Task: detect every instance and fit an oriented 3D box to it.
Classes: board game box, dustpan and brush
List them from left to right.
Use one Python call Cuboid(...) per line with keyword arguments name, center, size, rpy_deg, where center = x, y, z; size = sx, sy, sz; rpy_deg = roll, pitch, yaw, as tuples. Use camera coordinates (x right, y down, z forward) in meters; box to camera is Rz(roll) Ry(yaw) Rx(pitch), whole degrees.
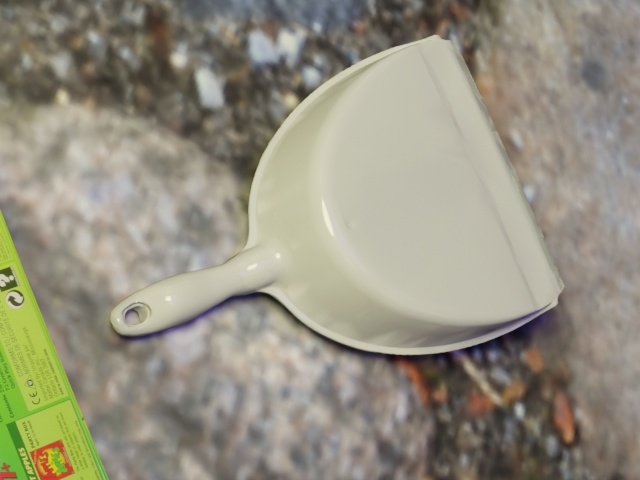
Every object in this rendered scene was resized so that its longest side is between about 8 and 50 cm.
Cuboid(name="board game box", center=(-0.153, 0.053, 0.701), size=(0.092, 0.043, 0.181), rpy_deg=(-20, 86, -33))
Cuboid(name="dustpan and brush", center=(0.000, 0.000, 0.810), size=(0.211, 0.060, 0.147), rpy_deg=(-21, 86, -41))
